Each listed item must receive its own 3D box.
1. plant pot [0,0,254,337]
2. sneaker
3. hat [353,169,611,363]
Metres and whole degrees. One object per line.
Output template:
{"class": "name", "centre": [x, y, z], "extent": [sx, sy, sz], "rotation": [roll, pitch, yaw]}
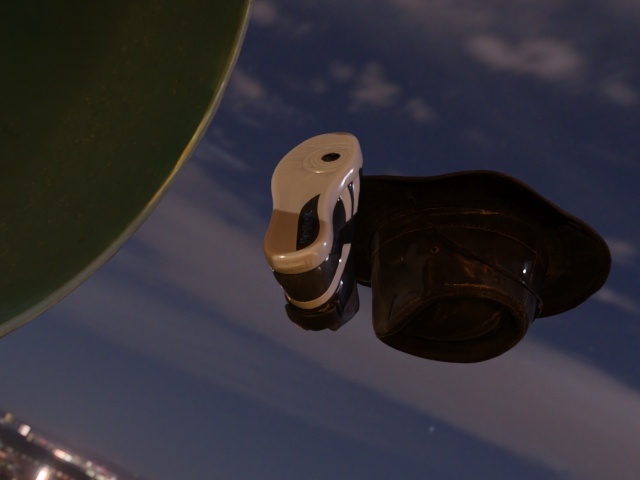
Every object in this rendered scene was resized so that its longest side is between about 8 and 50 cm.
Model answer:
{"class": "plant pot", "centre": [-0.185, -0.121, 0.370], "extent": [0.195, 0.290, 0.290], "rotation": [21, -16, 35]}
{"class": "sneaker", "centre": [0.000, 0.000, 1.024], "extent": [0.079, 0.217, 0.121], "rotation": [-4, -56, 16]}
{"class": "hat", "centre": [0.141, 0.056, 1.214], "extent": [0.331, 0.134, 0.331], "rotation": [12, -28, 6]}
